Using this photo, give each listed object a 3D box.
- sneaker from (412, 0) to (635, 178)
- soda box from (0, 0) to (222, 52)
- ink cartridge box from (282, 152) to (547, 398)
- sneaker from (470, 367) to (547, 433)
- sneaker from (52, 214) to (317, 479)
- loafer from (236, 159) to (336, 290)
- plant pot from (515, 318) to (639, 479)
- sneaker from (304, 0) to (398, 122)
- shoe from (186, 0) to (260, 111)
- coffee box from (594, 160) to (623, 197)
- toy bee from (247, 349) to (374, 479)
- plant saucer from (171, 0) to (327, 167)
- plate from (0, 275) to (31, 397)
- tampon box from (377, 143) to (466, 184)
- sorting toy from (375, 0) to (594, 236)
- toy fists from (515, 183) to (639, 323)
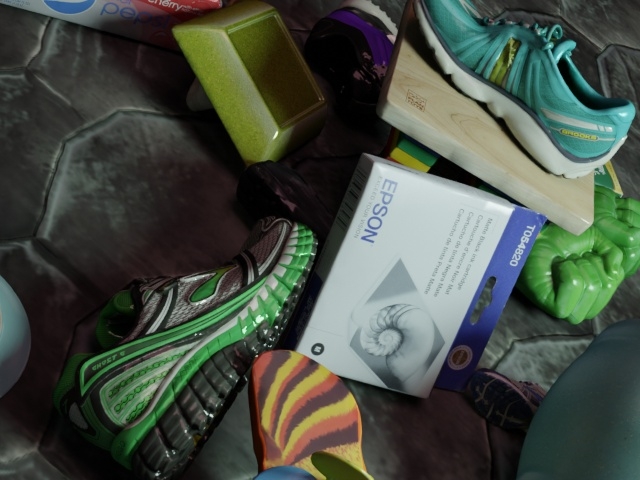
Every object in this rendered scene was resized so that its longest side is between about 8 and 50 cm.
[{"bbox_3d":[0.216,-0.192,1.166,0.275,0.110,0.107,43,39,7],"label":"sneaker"},{"bbox_3d":[-0.253,-0.305,1.288,0.263,0.092,0.083,11,45,-26],"label":"soda box"},{"bbox_3d":[0.103,0.047,1.106,0.224,0.223,0.045,16,15,-22],"label":"ink cartridge box"},{"bbox_3d":[0.218,0.177,1.195,0.135,0.052,0.058,36,29,-12],"label":"sneaker"},{"bbox_3d":[-0.110,0.064,1.001,0.146,0.134,0.343,32,36,5],"label":"sneaker"},{"bbox_3d":[0.000,0.000,1.182,0.078,0.076,0.223,-20,66,-48],"label":"loafer"},{"bbox_3d":[0.297,0.248,1.025,0.196,0.293,0.293,-33,72,-21],"label":"plant pot"},{"bbox_3d":[0.095,-0.188,1.427,0.293,0.102,0.146,40,44,12],"label":"sneaker"},{"bbox_3d":[-0.112,-0.229,1.337,0.076,0.058,0.219,44,36,-22],"label":"shoe"},{"bbox_3d":[0.334,-0.117,1.557,0.184,0.040,0.113,21,37,-18],"label":"coffee box"},{"bbox_3d":[0.008,0.243,0.888,0.162,0.195,0.298,7,83,-7],"label":"toy bee"},{"bbox_3d":[-0.065,-0.192,1.277,0.188,0.045,0.188,61,32,-8],"label":"plant saucer"},{"bbox_3d":[-0.334,0.065,0.924,0.188,0.024,0.188,19,42,-18],"label":"plate"},{"bbox_3d":[0.108,-0.061,1.284,0.101,0.120,0.161,34,39,-3],"label":"tampon box"},{"bbox_3d":[0.177,-0.131,1.236,0.257,0.089,0.255,30,40,-11],"label":"sorting toy"},{"bbox_3d":[0.337,0.007,1.401,0.142,0.096,0.279,45,39,10],"label":"toy fists"}]
